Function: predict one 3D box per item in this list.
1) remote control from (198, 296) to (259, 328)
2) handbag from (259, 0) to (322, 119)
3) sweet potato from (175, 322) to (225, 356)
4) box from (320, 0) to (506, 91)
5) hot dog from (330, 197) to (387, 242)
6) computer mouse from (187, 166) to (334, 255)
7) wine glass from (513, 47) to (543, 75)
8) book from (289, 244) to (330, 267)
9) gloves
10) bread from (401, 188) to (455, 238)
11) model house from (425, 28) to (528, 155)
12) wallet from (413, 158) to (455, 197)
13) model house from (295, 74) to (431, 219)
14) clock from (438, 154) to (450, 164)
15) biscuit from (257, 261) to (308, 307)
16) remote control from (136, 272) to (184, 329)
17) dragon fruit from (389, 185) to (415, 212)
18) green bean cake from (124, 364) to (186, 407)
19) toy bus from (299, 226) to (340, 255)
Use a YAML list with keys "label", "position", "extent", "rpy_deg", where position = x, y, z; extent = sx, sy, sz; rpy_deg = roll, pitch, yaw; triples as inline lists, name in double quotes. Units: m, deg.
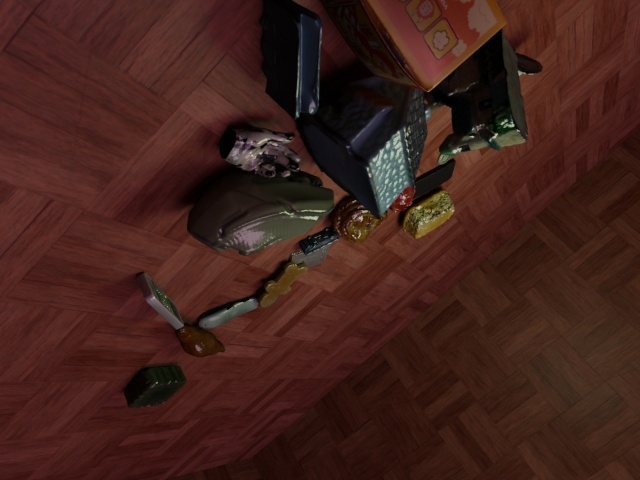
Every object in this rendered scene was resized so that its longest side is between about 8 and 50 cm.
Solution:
- label: "remote control"
  position: [-0.343, 0.276, 1.848]
  extent: [0.256, 0.045, 0.097]
  rpy_deg: [-21, 148, -32]
- label: "handbag"
  position: [-0.070, -0.394, 1.041]
  extent: [0.062, 0.179, 0.229]
  rpy_deg: [-23, 142, -24]
- label: "sweet potato"
  position: [-0.458, 0.382, 1.811]
  extent: [0.112, 0.112, 0.359]
  rpy_deg: [-38, 149, 2]
- label: "box"
  position: [0.161, -0.472, 0.969]
  extent: [0.214, 0.283, 0.259]
  rpy_deg: [-42, 117, 5]
- label: "hot dog"
  position: [0.161, -0.074, 1.819]
  extent: [0.259, 0.114, 0.175]
  rpy_deg: [8, 126, -52]
- label: "computer mouse"
  position: [-0.154, -0.108, 1.310]
  extent: [0.428, 0.228, 0.146]
  rpy_deg: [-20, 141, -28]
- label: "wine glass"
  position: [0.641, -0.499, 1.705]
  extent: [0.143, 0.143, 0.321]
  rpy_deg: [-22, 151, -26]
- label: "book"
  position: [-0.048, 0.072, 1.906]
  extent: [0.181, 0.014, 0.127]
  rpy_deg: [-18, 146, -31]
- label: "gloves"
  position: [-0.147, -0.232, 1.259]
  extent: [0.212, 0.111, 0.128]
  rpy_deg: [5, 101, -45]
- label: "bread"
  position: [0.469, -0.113, 2.096]
  extent: [0.245, 0.121, 0.174]
  rpy_deg: [-33, 160, -16]
- label: "model house"
  position: [0.456, -0.420, 1.461]
  extent: [0.284, 0.299, 0.243]
  rpy_deg: [-11, 167, 37]
- label: "wallet"
  position: [0.451, -0.242, 1.987]
  extent: [0.244, 0.025, 0.124]
  rpy_deg: [-29, 151, -16]
- label: "model house"
  position: [0.157, -0.318, 1.311]
  extent: [0.339, 0.297, 0.360]
  rpy_deg: [-43, 152, -5]
- label: "clock"
  position: [0.497, -0.333, 1.920]
  extent: [0.074, 0.010, 0.083]
  rpy_deg: [-30, 151, -14]
- label: "biscuit"
  position: [-0.159, 0.171, 1.875]
  extent: [0.234, 0.030, 0.153]
  rpy_deg: [-48, 147, 15]
- label: "remote control"
  position: [-0.494, 0.192, 1.499]
  extent: [0.034, 0.103, 0.250]
  rpy_deg: [-28, 150, -10]
- label: "dragon fruit"
  position: [0.284, -0.183, 1.793]
  extent: [0.166, 0.133, 0.136]
  rpy_deg: [97, 10, -54]
- label: "green bean cake"
  position: [-0.648, 0.572, 1.893]
  extent: [0.185, 0.094, 0.183]
  rpy_deg: [-48, 150, 20]
- label: "toy bus"
  position: [0.000, 0.000, 1.821]
  extent: [0.165, 0.047, 0.065]
  rpy_deg: [-26, 153, -20]
